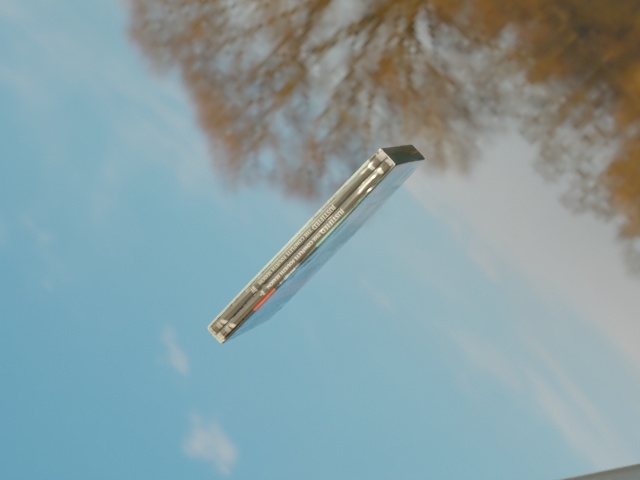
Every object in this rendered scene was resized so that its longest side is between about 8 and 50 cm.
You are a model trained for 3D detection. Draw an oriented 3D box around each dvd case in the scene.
[{"bbox_3d":[0.000,0.000,0.739,0.013,0.119,0.087,46,-167,6],"label":"dvd case"}]

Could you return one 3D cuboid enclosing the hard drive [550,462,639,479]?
[{"bbox_3d":[0.085,0.088,0.242,0.203,0.307,0.040,-42,-70,-55],"label":"hard drive"}]
